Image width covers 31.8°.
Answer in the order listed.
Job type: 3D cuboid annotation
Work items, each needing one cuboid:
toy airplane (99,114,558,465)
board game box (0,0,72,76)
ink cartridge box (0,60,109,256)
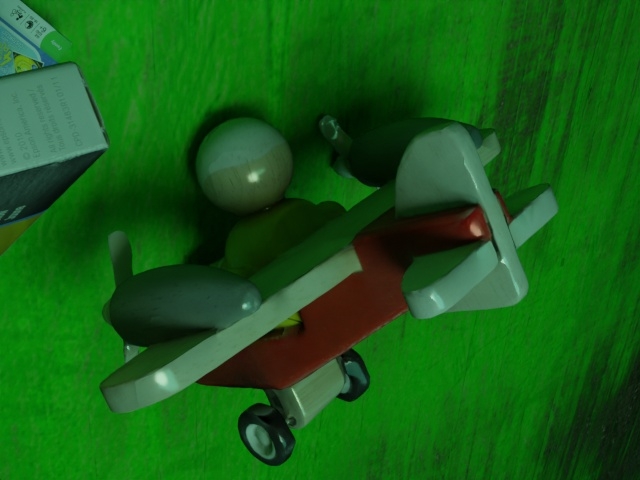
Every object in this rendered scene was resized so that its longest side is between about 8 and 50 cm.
[{"bbox_3d":[0.000,0.000,0.953,0.384,0.272,0.386,-37,176,3],"label":"toy airplane"},{"bbox_3d":[-0.277,-0.137,0.743,0.136,0.035,0.201,-51,143,0],"label":"board game box"},{"bbox_3d":[-0.317,0.007,0.659,0.307,0.072,0.303,-22,177,-35],"label":"ink cartridge box"}]
